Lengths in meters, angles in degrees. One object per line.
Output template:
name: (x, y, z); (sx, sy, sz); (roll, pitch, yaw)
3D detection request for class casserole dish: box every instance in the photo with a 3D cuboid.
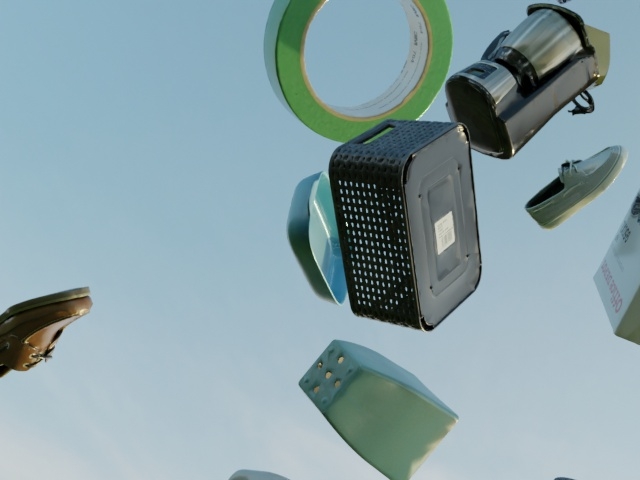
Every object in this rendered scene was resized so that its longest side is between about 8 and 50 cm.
casserole dish: (0.000, 0.000, 1.065); (0.037, 0.114, 0.188); (-1, -36, 18)

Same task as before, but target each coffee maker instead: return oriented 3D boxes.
coffee maker: (0.264, -0.184, 1.128); (0.171, 0.178, 0.120); (53, -16, -15)

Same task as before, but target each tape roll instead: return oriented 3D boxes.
tape roll: (0.066, -0.326, 1.499); (0.321, 0.321, 0.077); (65, -9, -28)

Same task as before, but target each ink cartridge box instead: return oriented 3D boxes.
ink cartridge box: (0.596, -0.034, 1.376); (0.166, 0.285, 0.394); (23, -71, 4)

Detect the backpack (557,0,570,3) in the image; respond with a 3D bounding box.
backpack: (0.341, -0.391, 1.264); (0.098, 0.120, 0.101); (-30, -88, 10)

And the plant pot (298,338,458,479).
plant pot: (0.085, 0.289, 1.573); (0.234, 0.165, 0.165); (38, 1, -34)

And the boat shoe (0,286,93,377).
boat shoe: (-0.461, 0.154, 1.417); (0.307, 0.111, 0.104); (-22, -99, 38)

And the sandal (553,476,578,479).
sandal: (0.416, 0.437, 1.447); (0.067, 0.179, 0.040); (10, -77, 5)

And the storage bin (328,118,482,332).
storage bin: (0.086, -0.017, 0.852); (0.084, 0.122, 0.180); (8, -61, 37)

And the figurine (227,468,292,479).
figurine: (-0.019, 0.342, 0.818); (0.215, 0.209, 0.092); (15, -34, 12)

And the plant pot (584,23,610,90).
plant pot: (0.392, -0.272, 1.352); (0.082, 0.081, 0.083); (-21, -110, 49)

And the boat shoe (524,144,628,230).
boat shoe: (0.494, -0.113, 1.732); (0.081, 0.079, 0.227); (35, -60, -16)
